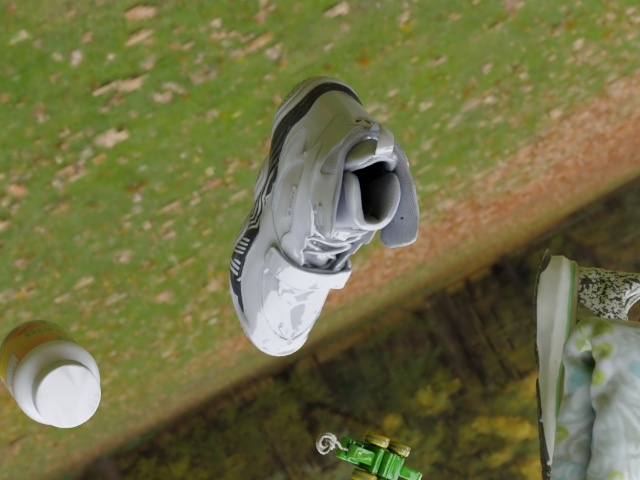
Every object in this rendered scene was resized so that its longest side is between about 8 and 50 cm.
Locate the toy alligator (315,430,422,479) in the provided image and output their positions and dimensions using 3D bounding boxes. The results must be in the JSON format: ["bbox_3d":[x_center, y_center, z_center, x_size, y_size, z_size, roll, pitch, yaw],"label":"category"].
[{"bbox_3d":[0.044,0.243,1.310,0.051,0.056,0.189,11,166,47],"label":"toy alligator"}]

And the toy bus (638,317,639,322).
[{"bbox_3d":[0.454,0.102,1.269,0.104,0.191,0.202,9,119,-20],"label":"toy bus"}]

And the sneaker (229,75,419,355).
[{"bbox_3d":[0.000,0.000,1.391,0.137,0.366,0.210,5,-161,-27],"label":"sneaker"}]

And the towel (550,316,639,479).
[{"bbox_3d":[0.330,0.267,0.976,0.320,0.375,0.090,10,174,-30],"label":"towel"}]

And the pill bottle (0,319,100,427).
[{"bbox_3d":[-0.436,0.219,1.870,0.136,0.136,0.245,-26,-161,-19],"label":"pill bottle"}]

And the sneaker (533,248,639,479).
[{"bbox_3d":[0.374,0.202,1.506,0.182,0.410,0.158,-3,159,11],"label":"sneaker"}]
